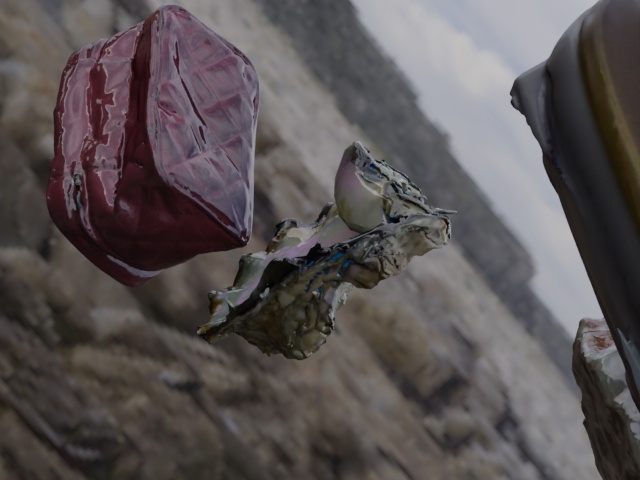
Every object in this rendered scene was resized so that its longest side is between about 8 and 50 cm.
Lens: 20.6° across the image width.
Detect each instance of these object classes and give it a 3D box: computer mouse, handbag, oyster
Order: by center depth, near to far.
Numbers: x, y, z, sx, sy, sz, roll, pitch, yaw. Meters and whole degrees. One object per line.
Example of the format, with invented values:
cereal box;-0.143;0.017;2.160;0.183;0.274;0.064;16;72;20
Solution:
computer mouse;0.145;0.043;0.505;0.310;0.072;0.158;42;27;-54
oyster;0.005;0.007;1.327;0.092;0.198;0.259;44;-37;-8
handbag;-0.139;-0.078;1.462;0.146;0.135;0.225;41;37;-42

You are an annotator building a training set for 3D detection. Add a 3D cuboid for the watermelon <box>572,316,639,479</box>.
watermelon;0.233;0.093;0.725;0.302;0.264;0.151;59;-16;4
